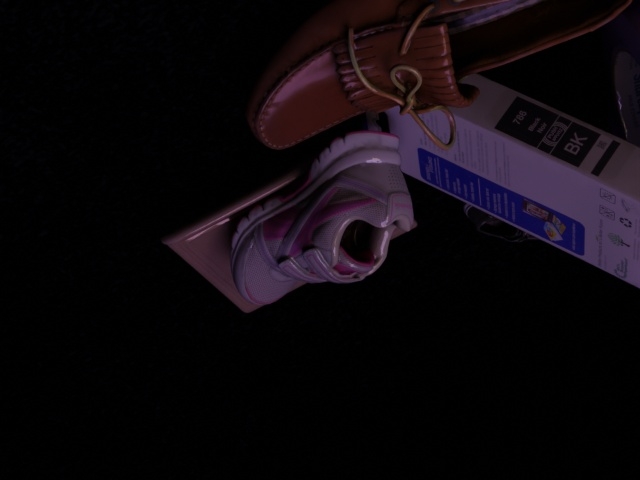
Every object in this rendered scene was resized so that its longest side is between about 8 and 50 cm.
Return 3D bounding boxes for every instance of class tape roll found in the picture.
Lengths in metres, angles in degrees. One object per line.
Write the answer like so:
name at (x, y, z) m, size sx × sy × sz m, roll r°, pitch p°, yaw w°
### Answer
tape roll at (0.363, -0.113, 1.964) m, size 0.090 × 0.274 × 0.275 m, roll -17°, pitch 148°, yaw -3°

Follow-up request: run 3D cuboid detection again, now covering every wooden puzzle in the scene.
wooden puzzle at (-0.032, -0.017, 2.126) m, size 0.221 × 0.044 × 0.239 m, roll -27°, pitch 152°, yaw 12°

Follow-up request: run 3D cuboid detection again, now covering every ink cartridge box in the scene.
ink cartridge box at (0.193, -0.080, 1.980) m, size 0.065 × 0.333 × 0.165 m, roll -55°, pitch 159°, yaw -22°

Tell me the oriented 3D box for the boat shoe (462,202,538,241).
boat shoe at (0.216, -0.018, 2.251) m, size 0.142 × 0.040 × 0.049 m, roll 15°, pitch 135°, yaw -42°

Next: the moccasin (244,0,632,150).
moccasin at (0.108, -0.178, 1.850) m, size 0.380 × 0.147 × 0.139 m, roll -22°, pitch 148°, yaw 3°

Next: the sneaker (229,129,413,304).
sneaker at (0.000, 0.000, 2.010) m, size 0.103 × 0.111 × 0.252 m, roll 5°, pitch 142°, yaw -40°
